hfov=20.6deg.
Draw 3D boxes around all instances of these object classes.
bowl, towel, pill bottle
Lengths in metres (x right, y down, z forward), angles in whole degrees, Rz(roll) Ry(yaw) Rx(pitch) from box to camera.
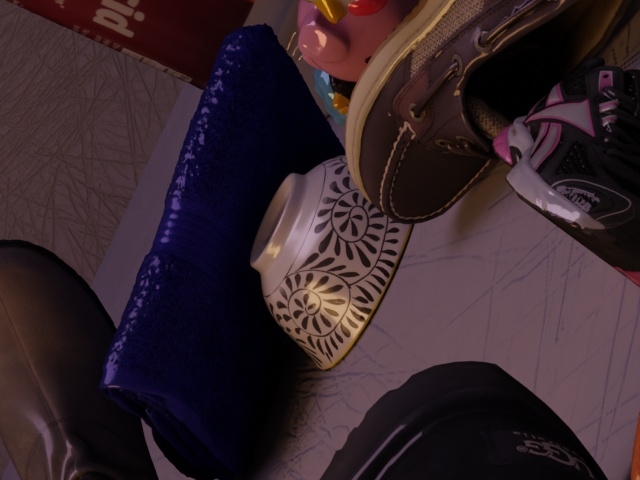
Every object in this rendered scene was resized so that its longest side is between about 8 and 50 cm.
[{"bbox_3d":[0.000,0.000,1.267,0.170,0.080,0.170,-61,12,22],"label":"bowl"},{"bbox_3d":[-0.061,0.017,1.346,0.228,0.076,0.308,62,-139,-63],"label":"towel"},{"bbox_3d":[-0.138,-0.275,1.658,0.224,0.392,0.224,-61,13,24],"label":"pill bottle"}]

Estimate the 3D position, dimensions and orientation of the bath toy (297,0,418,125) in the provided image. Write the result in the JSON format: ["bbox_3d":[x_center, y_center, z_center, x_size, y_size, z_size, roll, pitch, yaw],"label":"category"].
[{"bbox_3d":[0.027,-0.153,1.090,0.129,0.151,0.348,-27,-10,3],"label":"bath toy"}]

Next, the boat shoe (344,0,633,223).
[{"bbox_3d":[0.095,-0.090,0.984,0.092,0.102,0.285,65,146,28],"label":"boat shoe"}]

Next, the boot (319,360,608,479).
[{"bbox_3d":[0.022,0.269,0.523,0.367,0.146,0.445,-65,16,13],"label":"boot"}]

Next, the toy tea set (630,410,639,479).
[{"bbox_3d":[0.183,-0.058,0.497,0.200,0.124,0.336,-2,-80,-66],"label":"toy tea set"}]

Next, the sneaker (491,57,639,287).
[{"bbox_3d":[0.129,-0.044,0.811,0.077,0.072,0.178,-52,20,12],"label":"sneaker"}]

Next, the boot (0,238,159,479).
[{"bbox_3d":[-0.173,0.164,1.285,0.118,0.338,0.223,-28,12,-2],"label":"boot"}]
